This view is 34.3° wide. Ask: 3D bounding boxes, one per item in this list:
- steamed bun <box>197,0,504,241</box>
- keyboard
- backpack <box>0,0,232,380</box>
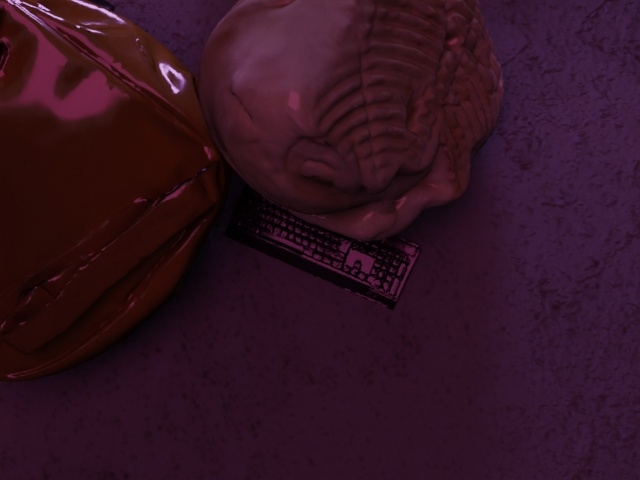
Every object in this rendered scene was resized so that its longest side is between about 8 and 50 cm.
[{"bbox_3d":[0.011,-0.137,0.958,0.203,0.276,0.289,4,45,41],"label":"steamed bun"},{"bbox_3d":[0.000,0.000,1.062,0.196,0.015,0.074,24,87,12],"label":"keyboard"},{"bbox_3d":[-0.281,-0.057,1.014,0.353,0.201,0.378,43,98,-3],"label":"backpack"}]
